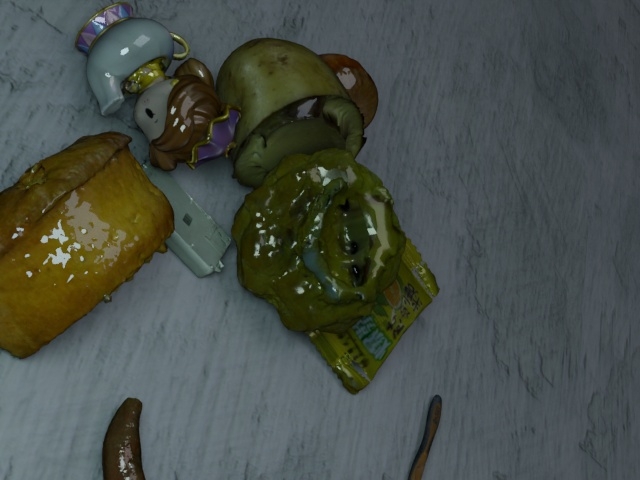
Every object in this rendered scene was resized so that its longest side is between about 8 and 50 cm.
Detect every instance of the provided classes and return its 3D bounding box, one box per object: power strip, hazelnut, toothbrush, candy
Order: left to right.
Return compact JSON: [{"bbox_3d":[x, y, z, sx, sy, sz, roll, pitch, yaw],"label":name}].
[{"bbox_3d":[-0.206,-0.032,1.546,0.192,0.035,0.081,48,40,-19],"label":"power strip"},{"bbox_3d":[0.019,-0.254,1.864,0.150,0.150,0.150,26,52,-38],"label":"hazelnut"},{"bbox_3d":[0.085,0.097,1.755,0.187,0.081,0.297,52,52,-14],"label":"candy"},{"bbox_3d":[0.159,0.371,1.738,0.023,0.031,0.321,46,38,-20],"label":"toothbrush"}]

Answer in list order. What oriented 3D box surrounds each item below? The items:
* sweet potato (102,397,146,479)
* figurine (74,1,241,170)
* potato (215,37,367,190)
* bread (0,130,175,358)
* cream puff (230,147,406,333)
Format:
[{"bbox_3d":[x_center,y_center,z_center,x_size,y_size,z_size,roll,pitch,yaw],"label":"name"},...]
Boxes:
[{"bbox_3d":[-0.231,0.320,1.304,0.078,0.058,0.255,14,61,-68],"label":"sweet potato"},{"bbox_3d":[-0.225,-0.209,1.513,0.189,0.142,0.263,-37,81,-31],"label":"figurine"},{"bbox_3d":[-0.062,-0.209,1.668,0.285,0.242,0.242,16,57,-62],"label":"potato"},{"bbox_3d":[-0.296,-0.013,1.318,0.194,0.179,0.340,55,40,-12],"label":"bread"},{"bbox_3d":[0.001,-0.002,1.570,0.282,0.185,0.282,0,85,-5],"label":"cream puff"}]
